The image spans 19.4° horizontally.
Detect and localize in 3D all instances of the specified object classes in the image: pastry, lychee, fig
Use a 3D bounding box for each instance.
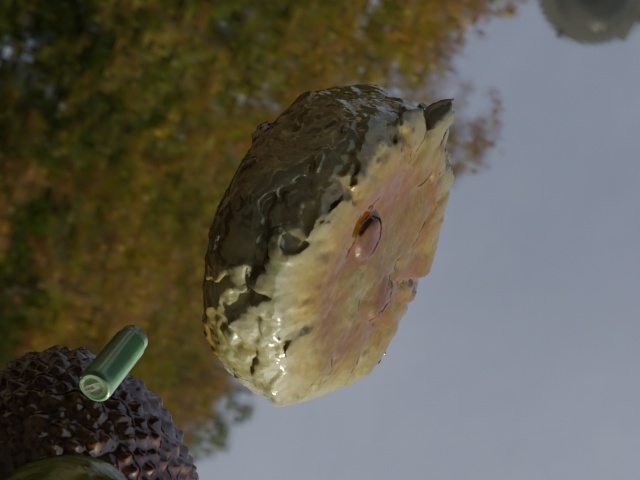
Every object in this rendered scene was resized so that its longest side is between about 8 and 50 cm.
[{"bbox_3d":[0.000,0.000,1.741,0.136,0.330,0.329,25,-86,26],"label":"pastry"},{"bbox_3d":[-0.247,0.241,1.923,0.267,0.267,0.267,-28,-128,43],"label":"lychee"},{"bbox_3d":[-0.278,0.245,1.653,0.245,0.149,0.149,15,-96,15],"label":"fig"}]

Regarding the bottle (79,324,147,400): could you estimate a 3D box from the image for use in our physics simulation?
[{"bbox_3d":[-0.175,0.103,1.594,0.030,0.030,0.083,-40,-171,35],"label":"bottle"}]
